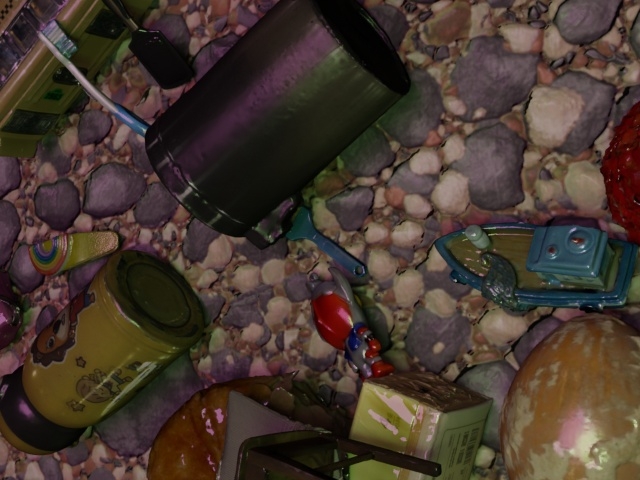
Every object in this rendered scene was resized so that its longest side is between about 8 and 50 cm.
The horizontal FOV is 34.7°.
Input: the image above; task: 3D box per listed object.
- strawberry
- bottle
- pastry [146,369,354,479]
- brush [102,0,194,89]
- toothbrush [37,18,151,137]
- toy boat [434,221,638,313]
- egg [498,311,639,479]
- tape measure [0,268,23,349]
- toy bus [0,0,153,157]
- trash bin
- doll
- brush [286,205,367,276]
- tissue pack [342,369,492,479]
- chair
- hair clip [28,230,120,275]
[{"bbox_3d":[0.385,-0.065,1.075,0.234,0.178,0.233,3,95,36],"label":"strawberry"},{"bbox_3d":[-0.342,0.184,1.492,0.351,0.171,0.171,-43,69,22],"label":"bottle"},{"bbox_3d":[-0.090,0.334,1.363,0.330,0.136,0.329,-1,89,29],"label":"pastry"},{"bbox_3d":[-0.258,-0.293,1.465,0.063,0.193,0.016,-21,35,27],"label":"brush"},{"bbox_3d":[-0.259,-0.159,1.448,0.040,0.040,0.386,-41,93,23],"label":"toothbrush"},{"bbox_3d":[0.240,0.022,1.186,0.238,0.098,0.109,5,66,37],"label":"toy boat"},{"bbox_3d":[0.293,0.200,1.105,0.203,0.203,0.245,5,89,30],"label":"egg"},{"bbox_3d":[-0.541,0.119,1.667,0.125,0.074,0.118,-36,66,20],"label":"tape measure"},{"bbox_3d":[-0.433,-0.307,1.555,0.365,0.177,0.202,-46,74,20],"label":"toy bus"},{"bbox_3d":[-0.052,-0.168,1.315,0.301,0.203,0.252,-41,85,22],"label":"trash bin"},{"bbox_3d":[0.033,0.109,1.325,0.062,0.104,0.194,-26,53,-13],"label":"doll"},{"bbox_3d":[0.000,0.000,1.388,0.164,0.014,0.051,36,108,25],"label":"brush"},{"bbox_3d":[0.104,0.285,1.237,0.125,0.159,0.234,19,98,29],"label":"tissue pack"},{"bbox_3d":[-0.045,0.279,1.134,0.319,0.186,0.160,11,99,35],"label":"chair"},{"bbox_3d":[-0.390,0.019,1.604,0.188,0.033,0.060,-13,83,30],"label":"hair clip"}]
